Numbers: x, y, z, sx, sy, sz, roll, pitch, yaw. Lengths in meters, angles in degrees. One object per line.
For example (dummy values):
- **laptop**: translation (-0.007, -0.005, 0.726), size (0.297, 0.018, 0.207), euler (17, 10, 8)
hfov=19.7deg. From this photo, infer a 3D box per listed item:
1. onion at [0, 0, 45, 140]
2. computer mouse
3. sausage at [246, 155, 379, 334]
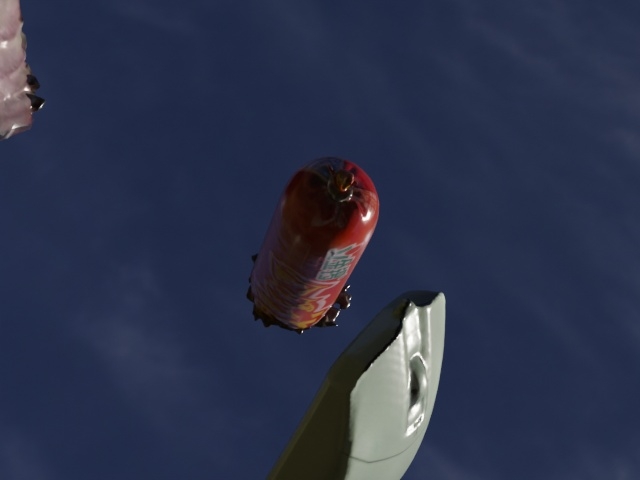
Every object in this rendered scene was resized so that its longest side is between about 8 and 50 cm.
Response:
- **onion**: translation (-0.258, -0.172, 0.938), size (0.111, 0.247, 0.250), euler (-8, -97, 27)
- **computer mouse**: translation (0.015, 0.055, 0.551), size (0.032, 0.056, 0.110), euler (38, -42, 10)
- **sausage**: translation (0.000, 0.000, 0.775), size (0.048, 0.145, 0.050), euler (-40, -98, -20)
